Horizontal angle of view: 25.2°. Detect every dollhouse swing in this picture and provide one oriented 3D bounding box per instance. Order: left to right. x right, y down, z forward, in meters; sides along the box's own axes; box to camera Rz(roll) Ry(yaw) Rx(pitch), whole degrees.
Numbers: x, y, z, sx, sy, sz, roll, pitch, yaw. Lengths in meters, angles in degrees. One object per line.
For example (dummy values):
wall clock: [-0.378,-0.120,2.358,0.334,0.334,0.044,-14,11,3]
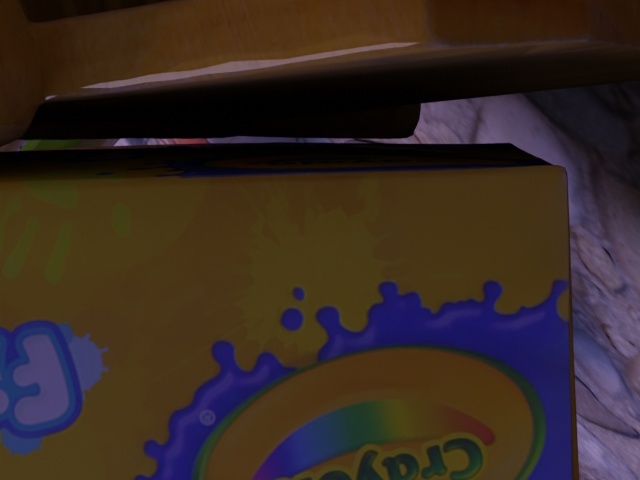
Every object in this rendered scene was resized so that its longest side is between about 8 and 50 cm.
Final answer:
dollhouse swing: [-0.029,-0.174,0.623,0.347,0.305,0.315,-7,-102,-60]

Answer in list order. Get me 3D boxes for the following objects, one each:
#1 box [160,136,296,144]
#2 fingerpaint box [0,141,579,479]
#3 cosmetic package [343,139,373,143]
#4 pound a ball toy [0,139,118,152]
box: [-0.107,-0.136,1.221,0.170,0.091,0.130,45,165,12]
fingerpaint box: [-0.116,0.037,0.682,0.371,0.444,0.163,-44,-48,-82]
cosmetic package: [0.047,0.031,1.084,0.151,0.151,0.183,55,164,-21]
pound a ball toy: [-0.205,-0.114,1.083,0.135,0.319,0.208,28,157,28]
